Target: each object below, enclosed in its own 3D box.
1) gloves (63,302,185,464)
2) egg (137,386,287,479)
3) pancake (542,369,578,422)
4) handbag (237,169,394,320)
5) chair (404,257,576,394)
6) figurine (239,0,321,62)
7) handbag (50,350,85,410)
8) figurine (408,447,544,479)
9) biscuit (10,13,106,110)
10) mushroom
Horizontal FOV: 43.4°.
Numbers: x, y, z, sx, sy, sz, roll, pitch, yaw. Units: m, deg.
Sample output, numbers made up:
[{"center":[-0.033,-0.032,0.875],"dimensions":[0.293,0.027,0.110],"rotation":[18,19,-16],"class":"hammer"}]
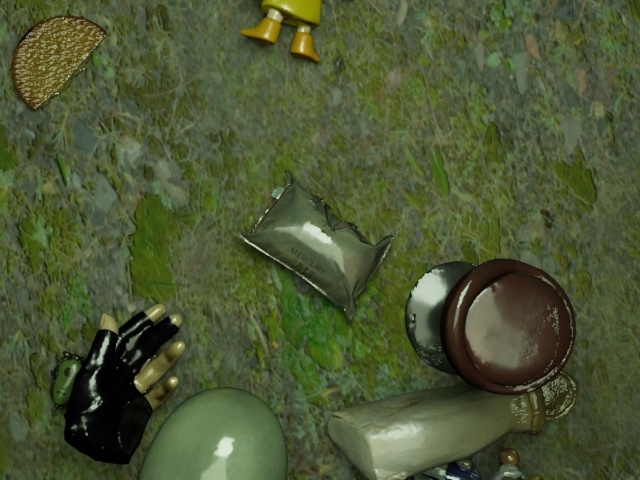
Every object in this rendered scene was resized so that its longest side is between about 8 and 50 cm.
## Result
[{"center":[-0.358,0.244,1.462],"dimensions":[0.197,0.152,0.301],"rotation":[48,68,-34],"class":"gloves"},{"center":[-0.192,0.432,1.415],"dimensions":[0.259,0.258,0.352],"rotation":[22,90,-2],"class":"egg"},{"center":[0.452,0.303,1.578],"dimensions":[0.115,0.011,0.114],"rotation":[0,90,-2],"class":"pancake"},{"center":[0.000,0.000,1.514],"dimensions":[0.270,0.117,0.182],"rotation":[36,78,-1],"class":"handbag"},{"center":[0.284,0.143,1.380],"dimensions":[0.227,0.401,0.226],"rotation":[0,87,-2],"class":"chair"},{"center":[-0.015,-0.518,1.501],"dimensions":[0.187,0.215,0.343],"rotation":[25,100,42],"class":"figurine"},{"center":[-0.472,0.266,1.507],"dimensions":[0.072,0.047,0.111],"rotation":[18,84,-2],"class":"handbag"},{"center":[0.296,0.492,1.510],"dimensions":[0.275,0.133,0.193],"rotation":[-2,65,2],"class":"figurine"},{"center":[-0.512,-0.354,1.536],"dimensions":[0.126,0.025,0.206],"rotation":[42,85,-2],"class":"biscuit"},{"center":[0.221,0.342,1.492],"dimensions":[0.408,0.154,0.137],"rotation":[-13,106,-3],"class":"mushroom"}]
